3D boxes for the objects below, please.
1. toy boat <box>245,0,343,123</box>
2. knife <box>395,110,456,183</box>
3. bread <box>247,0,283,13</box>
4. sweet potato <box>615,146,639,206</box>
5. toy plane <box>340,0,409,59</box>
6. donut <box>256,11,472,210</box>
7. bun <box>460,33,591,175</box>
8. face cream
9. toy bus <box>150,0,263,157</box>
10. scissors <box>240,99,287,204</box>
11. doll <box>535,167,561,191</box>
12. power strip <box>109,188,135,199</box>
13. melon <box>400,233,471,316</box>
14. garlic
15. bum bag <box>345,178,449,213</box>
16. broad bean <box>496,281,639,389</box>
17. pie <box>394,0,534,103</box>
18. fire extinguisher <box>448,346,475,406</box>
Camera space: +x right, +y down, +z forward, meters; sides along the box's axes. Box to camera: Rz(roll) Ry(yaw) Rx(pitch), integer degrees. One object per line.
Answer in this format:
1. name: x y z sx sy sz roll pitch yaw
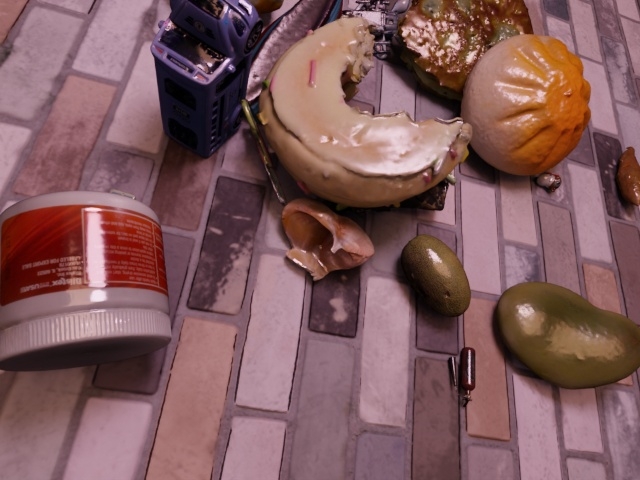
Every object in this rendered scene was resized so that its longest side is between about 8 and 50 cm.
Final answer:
1. toy boat: -0.051 -0.410 0.889 0.136 0.079 0.391 34 75 -2
2. knife: 0.232 -0.206 0.958 0.030 0.014 0.207 -34 81 -25
3. bread: -0.180 -0.618 0.882 0.251 0.225 0.278 6 70 -17
4. sweet potato: 0.772 -0.159 1.087 0.068 0.060 0.205 43 53 -40
5. toy plane: 0.086 -0.506 1.001 0.247 0.078 0.169 -4 98 -16
6. donut: 0.056 -0.207 0.775 0.308 0.150 0.371 -33 74 -13
7. bun: 0.457 -0.290 0.920 0.299 0.165 0.298 -3 98 -21
8. face cream: -0.308 0.057 0.573 0.201 0.201 0.187 -6 71 -20
9. toy bus: -0.188 -0.261 0.694 0.126 0.292 0.133 32 65 -3
10. scissors: -0.099 -0.151 0.780 0.020 0.133 0.187 -22 93 -1
11. doll: 0.536 -0.154 1.020 0.058 0.040 0.085 30 63 8
12. power strip: -0.334 -0.042 0.710 0.040 0.016 0.089 16 64 -11
13. melon: 0.210 0.064 0.790 0.099 0.099 0.162 -29 80 -25
14. garlic: 0.008 -0.010 0.764 0.175 0.099 0.124 40 48 2
15. bum bag: 0.138 -0.102 0.855 0.248 0.069 0.102 -4 83 -6
16. broad bean: 0.455 0.181 0.823 0.263 0.121 0.188 22 68 9
17. pie: 0.340 -0.464 1.008 0.355 0.103 0.288 15 85 -13
18. fire extinguisher: 0.250 0.236 0.769 0.046 0.032 0.100 25 56 -18
